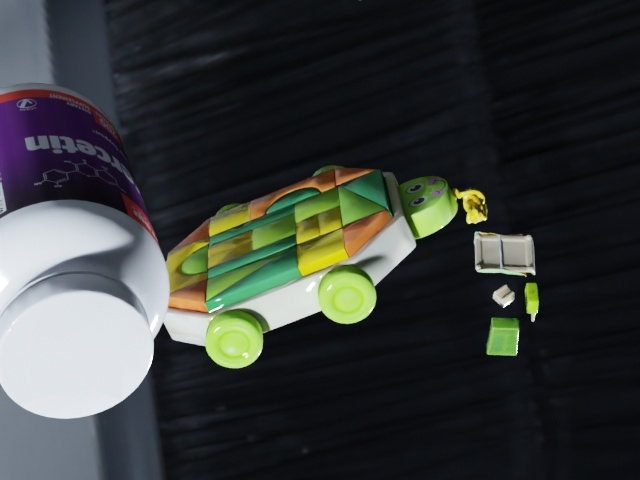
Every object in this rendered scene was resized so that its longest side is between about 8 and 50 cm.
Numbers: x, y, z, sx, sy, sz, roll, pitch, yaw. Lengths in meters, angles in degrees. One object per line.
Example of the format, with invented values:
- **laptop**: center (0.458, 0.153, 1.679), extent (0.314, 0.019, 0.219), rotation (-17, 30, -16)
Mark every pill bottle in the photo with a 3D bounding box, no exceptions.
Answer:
- **pill bottle**: center (-0.235, 0.005, 1.217), extent (0.181, 0.181, 0.323), rotation (43, 11, -36)

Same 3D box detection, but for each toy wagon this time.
- **toy wagon**: center (0.000, 0.000, 1.437), extent (0.267, 0.344, 0.068), rotation (-96, 162, -63)

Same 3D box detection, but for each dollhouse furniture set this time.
- **dollhouse furniture set**: center (0.229, 0.064, 1.732), extent (0.059, 0.076, 0.152), rotation (89, 3, -52)
